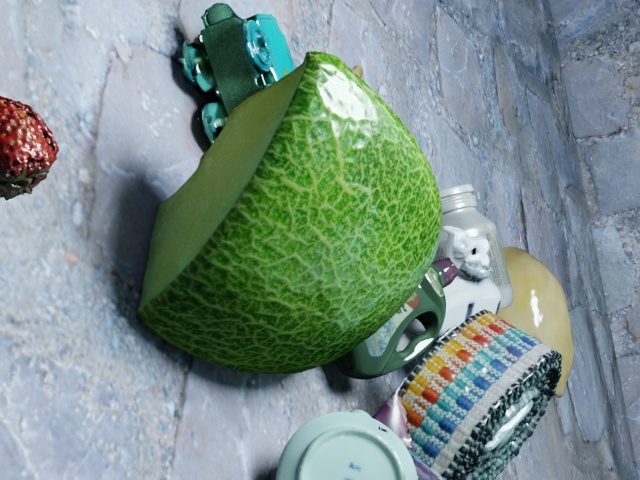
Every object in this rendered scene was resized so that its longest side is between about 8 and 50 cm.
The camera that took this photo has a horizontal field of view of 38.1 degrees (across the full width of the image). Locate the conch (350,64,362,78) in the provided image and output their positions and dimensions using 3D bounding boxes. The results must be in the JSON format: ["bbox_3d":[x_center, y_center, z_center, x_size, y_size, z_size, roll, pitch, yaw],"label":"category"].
[{"bbox_3d":[0.047,-0.190,1.372,0.109,0.093,0.330,54,32,-20],"label":"conch"}]

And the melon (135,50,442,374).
[{"bbox_3d":[0.000,0.000,1.020,0.344,0.226,0.331,27,91,-35],"label":"melon"}]

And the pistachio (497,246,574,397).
[{"bbox_3d":[0.381,0.154,1.734,0.182,0.162,0.293,3,76,-43],"label":"pistachio"}]

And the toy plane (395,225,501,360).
[{"bbox_3d":[0.180,0.097,1.398,0.245,0.117,0.244,-22,122,-41],"label":"toy plane"}]

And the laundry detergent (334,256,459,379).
[{"bbox_3d":[0.107,0.090,1.247,0.222,0.078,0.144,-22,90,-30],"label":"laundry detergent"}]

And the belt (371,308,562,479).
[{"bbox_3d":[0.190,0.230,1.277,0.295,0.160,0.206,-40,146,-25],"label":"belt"}]

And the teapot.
[{"bbox_3d":[0.018,0.287,1.040,0.159,0.159,0.232,46,51,-41],"label":"teapot"}]

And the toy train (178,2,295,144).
[{"bbox_3d":[-0.085,-0.186,1.123,0.154,0.107,0.197,-29,102,-69],"label":"toy train"}]

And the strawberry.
[{"bbox_3d":[-0.264,-0.080,0.770,0.096,0.083,0.083,51,22,19],"label":"strawberry"}]

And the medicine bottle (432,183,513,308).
[{"bbox_3d":[0.237,0.019,1.565,0.135,0.135,0.215,-6,81,-62],"label":"medicine bottle"}]
